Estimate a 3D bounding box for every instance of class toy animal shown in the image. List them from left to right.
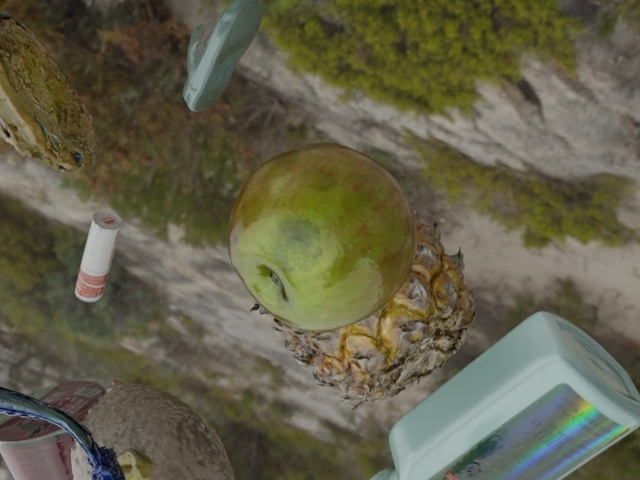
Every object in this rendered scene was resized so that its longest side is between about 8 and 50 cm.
[{"bbox_3d":[-0.268,0.342,1.419,0.226,0.188,0.358,-2,-149,-40],"label":"toy animal"}]

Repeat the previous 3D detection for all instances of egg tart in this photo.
[{"bbox_3d":[-0.455,-0.216,1.407,0.291,0.107,0.291,60,-171,-15],"label":"egg tart"}]

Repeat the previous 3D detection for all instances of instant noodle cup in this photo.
[{"bbox_3d":[-0.518,0.408,1.809,0.234,0.234,0.178,8,116,50],"label":"instant noodle cup"}]

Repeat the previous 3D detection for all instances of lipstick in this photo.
[{"bbox_3d":[-0.291,0.022,1.197,0.038,0.038,0.131,25,125,2],"label":"lipstick"}]

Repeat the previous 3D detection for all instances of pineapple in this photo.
[{"bbox_3d":[0.079,0.099,1.520,0.300,0.352,0.352,53,176,23],"label":"pineapple"}]

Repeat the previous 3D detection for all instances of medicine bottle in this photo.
[{"bbox_3d":[0.127,0.160,0.714,0.121,0.229,0.083,34,-154,-30],"label":"medicine bottle"}]

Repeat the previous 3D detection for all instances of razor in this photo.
[{"bbox_3d":[-0.308,0.143,0.795,0.324,0.056,0.093,28,-179,-24],"label":"razor"}]

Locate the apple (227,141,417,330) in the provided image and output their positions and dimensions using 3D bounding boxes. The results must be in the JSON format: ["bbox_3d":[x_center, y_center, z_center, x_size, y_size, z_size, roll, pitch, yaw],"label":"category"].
[{"bbox_3d":[0.000,0.000,0.944,0.196,0.196,0.196,24,166,7],"label":"apple"}]

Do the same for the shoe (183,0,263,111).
[{"bbox_3d":[-0.148,-0.261,1.231,0.078,0.079,0.195,44,135,13],"label":"shoe"}]

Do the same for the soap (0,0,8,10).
[{"bbox_3d":[-0.423,-0.231,0.932,0.143,0.259,0.281,49,138,-14],"label":"soap"}]
